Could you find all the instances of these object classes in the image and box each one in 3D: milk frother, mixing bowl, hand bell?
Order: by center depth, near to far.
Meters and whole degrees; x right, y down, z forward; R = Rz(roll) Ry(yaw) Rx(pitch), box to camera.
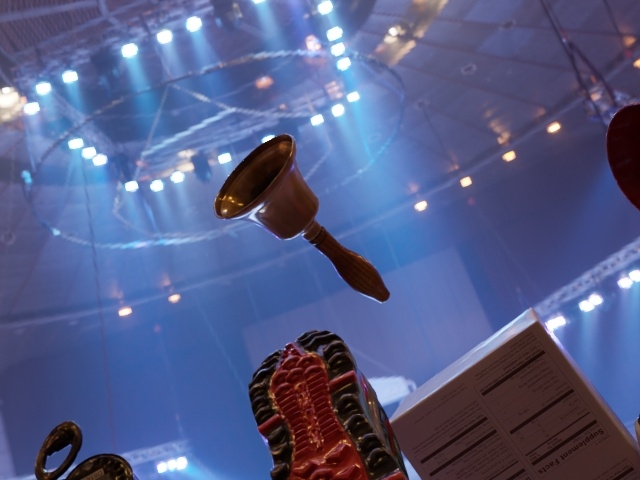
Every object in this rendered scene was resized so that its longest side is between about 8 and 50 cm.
[{"bbox_3d":[-0.242,0.285,0.933,0.129,0.143,0.135,-15,-45,4],"label":"milk frother"},{"bbox_3d":[0.000,0.000,1.001,0.126,0.126,0.242,-30,-59,28],"label":"hand bell"},{"bbox_3d":[0.502,-0.124,1.174,0.098,0.181,0.181,-25,-17,-16],"label":"mixing bowl"}]

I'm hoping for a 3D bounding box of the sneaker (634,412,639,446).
[{"bbox_3d":[0.396,0.132,0.683,0.131,0.148,0.350,-6,-1,-23],"label":"sneaker"}]

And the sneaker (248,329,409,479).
[{"bbox_3d":[0.028,0.171,0.545,0.104,0.262,0.125,-30,-60,13],"label":"sneaker"}]

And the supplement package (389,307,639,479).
[{"bbox_3d":[0.236,0.240,0.919,0.198,0.263,0.199,-37,-8,10],"label":"supplement package"}]
